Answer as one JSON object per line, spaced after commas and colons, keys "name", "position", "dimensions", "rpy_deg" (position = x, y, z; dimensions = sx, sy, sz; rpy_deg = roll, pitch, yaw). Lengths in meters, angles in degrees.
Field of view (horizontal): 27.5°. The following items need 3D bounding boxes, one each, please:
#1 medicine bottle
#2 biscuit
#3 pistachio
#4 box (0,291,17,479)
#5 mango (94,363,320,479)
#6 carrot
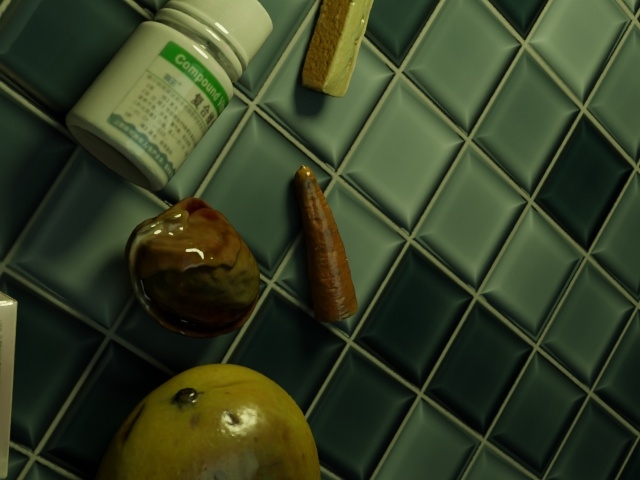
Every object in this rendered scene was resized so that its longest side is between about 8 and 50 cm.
{"name": "medicine bottle", "position": [-0.166, -0.183, 1.475], "dimensions": [0.237, 0.139, 0.139], "rpy_deg": [-54, 126, -15]}
{"name": "biscuit", "position": [0.030, -0.274, 1.654], "dimensions": [0.056, 0.052, 0.188], "rpy_deg": [16, 92, -55]}
{"name": "pistachio", "position": [-0.141, 0.035, 1.555], "dimensions": [0.210, 0.130, 0.165], "rpy_deg": [28, 72, -48]}
{"name": "box", "position": [-0.453, 0.157, 1.362], "dimensions": [0.251, 0.106, 0.203], "rpy_deg": [-3, 102, -36]}
{"name": "mango", "position": [-0.147, 0.371, 1.578], "dimensions": [0.301, 0.220, 0.445], "rpy_deg": [2, 103, -43]}
{"name": "carrot", "position": [0.000, 0.000, 1.701], "dimensions": [0.061, 0.061, 0.210], "rpy_deg": [-23, 111, -31]}
